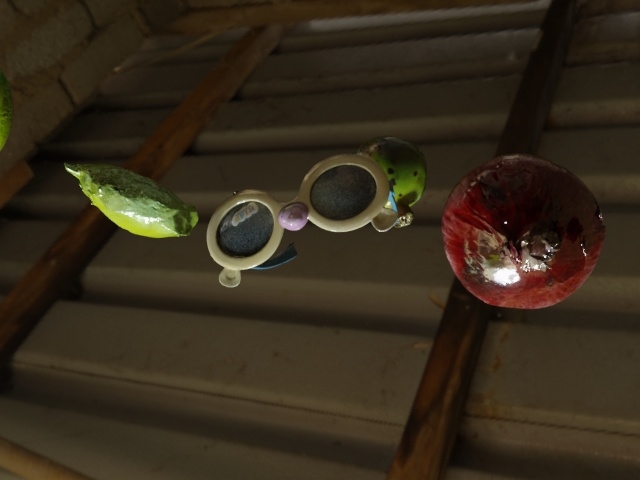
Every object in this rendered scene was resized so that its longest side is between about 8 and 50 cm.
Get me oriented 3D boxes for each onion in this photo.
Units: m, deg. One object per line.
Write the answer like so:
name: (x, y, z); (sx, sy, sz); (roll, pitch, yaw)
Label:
onion: (0.425, -0.005, 1.683); (0.348, 0.347, 0.285); (-16, -166, 9)

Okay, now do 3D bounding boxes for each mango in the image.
mango: (-0.551, -0.198, 1.274); (0.100, 0.119, 0.178); (33, -75, 29)

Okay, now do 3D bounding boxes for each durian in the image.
durian: (-0.345, -0.078, 1.474); (0.250, 0.139, 0.101); (27, -109, 6)

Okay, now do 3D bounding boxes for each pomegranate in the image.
pomegranate: (0.134, -0.115, 1.414); (0.122, 0.143, 0.169); (-43, -128, 11)

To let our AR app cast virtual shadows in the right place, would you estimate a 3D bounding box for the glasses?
glasses: (-0.010, -0.028, 0.848); (0.190, 0.088, 0.220); (-21, 180, 9)
